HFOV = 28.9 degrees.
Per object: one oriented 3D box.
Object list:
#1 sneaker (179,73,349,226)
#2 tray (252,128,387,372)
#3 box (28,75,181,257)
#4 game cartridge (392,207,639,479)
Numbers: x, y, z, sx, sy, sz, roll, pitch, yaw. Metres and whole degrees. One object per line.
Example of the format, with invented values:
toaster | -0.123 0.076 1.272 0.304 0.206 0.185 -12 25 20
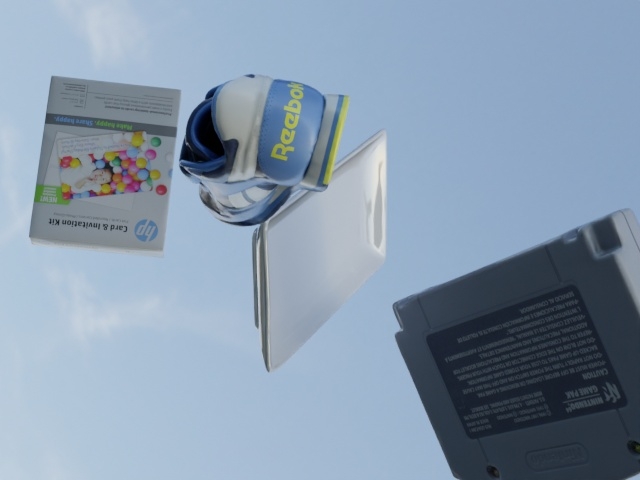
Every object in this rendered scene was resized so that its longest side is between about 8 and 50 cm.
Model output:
sneaker | -0.036 -0.043 0.557 0.144 0.059 0.053 152 -51 -67
tray | 0.000 0.000 1.135 0.030 0.270 0.145 10 -66 22
box | -0.232 -0.081 1.353 0.038 0.145 0.186 114 -18 -75
game cartridge | 0.179 0.105 0.994 0.294 0.060 0.196 -27 -100 57
